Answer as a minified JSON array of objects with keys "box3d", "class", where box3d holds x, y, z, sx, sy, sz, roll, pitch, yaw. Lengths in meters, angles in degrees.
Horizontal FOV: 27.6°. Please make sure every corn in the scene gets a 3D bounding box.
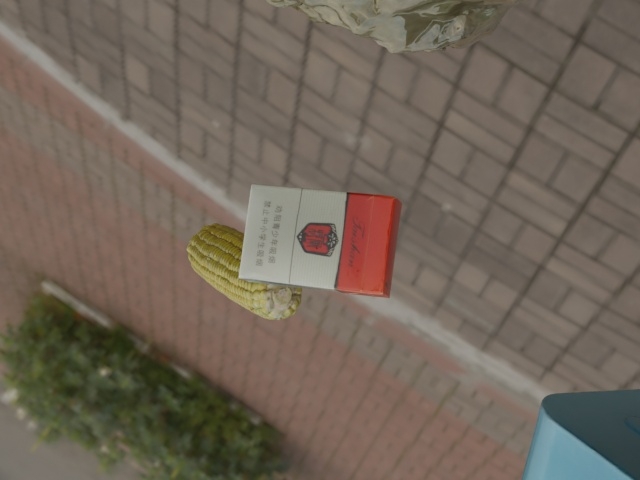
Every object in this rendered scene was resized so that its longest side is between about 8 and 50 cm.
[{"box3d":[-0.097,0.035,1.620,0.081,0.081,0.248,47,171,-29],"class":"corn"}]

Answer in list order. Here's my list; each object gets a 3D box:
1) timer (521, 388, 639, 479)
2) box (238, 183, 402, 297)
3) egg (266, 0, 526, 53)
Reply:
[{"box3d":[0.274,0.162,0.790,0.232,0.250,0.091,34,124,44],"class":"timer"},{"box3d":[0.000,0.000,1.312,0.152,0.100,0.048,6,176,12],"class":"box"},{"box3d":[0.055,-0.230,0.624,0.279,0.310,0.279,8,113,18],"class":"egg"}]
